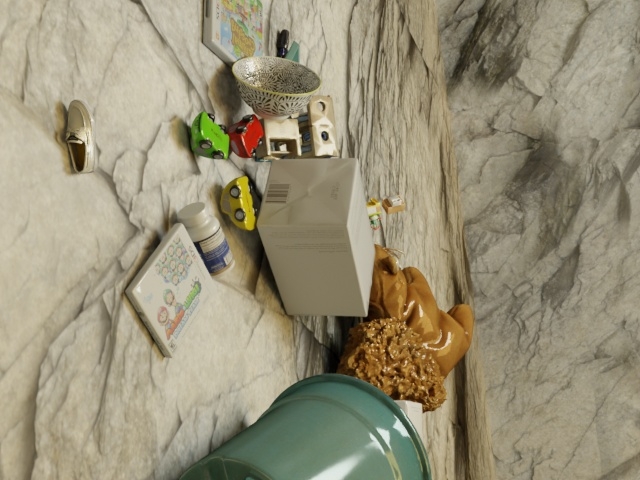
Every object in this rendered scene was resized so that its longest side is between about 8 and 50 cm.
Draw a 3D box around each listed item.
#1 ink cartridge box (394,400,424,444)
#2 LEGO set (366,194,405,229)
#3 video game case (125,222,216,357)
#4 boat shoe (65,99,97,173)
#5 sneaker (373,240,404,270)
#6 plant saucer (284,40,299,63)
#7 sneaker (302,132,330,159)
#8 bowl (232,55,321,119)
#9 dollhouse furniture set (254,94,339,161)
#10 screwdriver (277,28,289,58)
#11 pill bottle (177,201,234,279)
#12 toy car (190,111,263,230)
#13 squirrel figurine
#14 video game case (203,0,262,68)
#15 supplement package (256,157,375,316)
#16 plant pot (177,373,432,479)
[{"bbox_3d":[0.118,0.532,1.822,0.119,0.207,0.353,32,54,-63],"label":"ink cartridge box"},{"bbox_3d":[0.084,-0.021,2.017,0.287,0.132,0.107,-29,118,-44],"label":"LEGO set"},{"bbox_3d":[-0.226,0.077,1.298,0.157,0.019,0.143,-61,140,-42],"label":"video game case"},{"bbox_3d":[-0.324,-0.138,1.124,0.035,0.035,0.100,-34,122,-70],"label":"boat shoe"},{"bbox_3d":[0.197,0.096,2.300,0.292,0.118,0.110,58,34,-45],"label":"sneaker"},{"bbox_3d":[-0.073,-0.367,1.847,0.192,0.018,0.067,-73,168,-49],"label":"plant saucer"},{"bbox_3d":[-0.009,-0.218,1.884,0.211,0.080,0.081,-122,-173,-77],"label":"sneaker"},{"bbox_3d":[-0.088,-0.281,1.601,0.170,0.170,0.080,-64,168,-55],"label":"bowl"},{"bbox_3d":[-0.078,-0.226,1.722,0.184,0.129,0.128,-4,86,-40],"label":"dollhouse furniture set"},{"bbox_3d":[-0.089,-0.390,1.845,0.025,0.024,0.169,111,-12,-70],"label":"screwdriver"},{"bbox_3d":[-0.190,0.000,1.380,0.067,0.067,0.120,-68,145,-52],"label":"pill bottle"},{"bbox_3d":[-0.175,-0.155,1.492,0.225,0.053,0.239,45,42,-58],"label":"toy car"},{"bbox_3d":[0.174,0.203,2.005,0.370,0.281,0.397,59,27,-34],"label":"squirrel figurine"},{"bbox_3d":[-0.166,-0.427,1.639,0.212,0.023,0.193,33,54,-64],"label":"video game case"},{"bbox_3d":[0.000,0.000,1.666,0.293,0.175,0.177,75,19,-49],"label":"supplement package"},{"bbox_3d":[-0.044,0.415,1.317,0.334,0.341,0.341,-11,94,-61],"label":"plant pot"}]
